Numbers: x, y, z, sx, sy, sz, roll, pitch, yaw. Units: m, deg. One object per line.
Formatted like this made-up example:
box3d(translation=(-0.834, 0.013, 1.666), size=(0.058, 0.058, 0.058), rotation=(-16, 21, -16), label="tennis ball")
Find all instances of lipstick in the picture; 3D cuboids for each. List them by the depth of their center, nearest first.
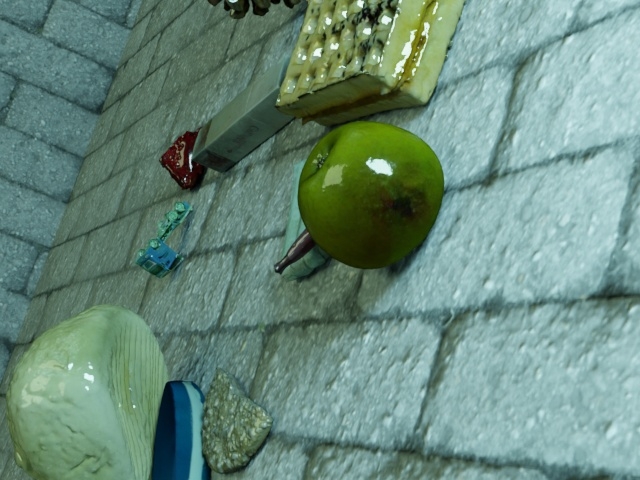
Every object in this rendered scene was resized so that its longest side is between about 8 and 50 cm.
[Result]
box3d(translation=(-0.129, -0.231, 2.009), size=(0.371, 0.076, 0.079), rotation=(-28, 42, 56), label="lipstick")

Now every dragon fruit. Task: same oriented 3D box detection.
box3d(translation=(-0.269, -0.175, 2.281), size=(0.131, 0.097, 0.063), rotation=(-48, 26, -6), label="dragon fruit")

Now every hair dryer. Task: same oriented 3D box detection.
box3d(translation=(-0.003, -0.002, 1.517), size=(0.154, 0.054, 0.106), rotation=(-39, 35, 16), label="hair dryer")

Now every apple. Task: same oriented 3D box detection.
box3d(translation=(0.058, -0.061, 1.349), size=(0.196, 0.157, 0.196), rotation=(-48, 22, 27), label="apple")

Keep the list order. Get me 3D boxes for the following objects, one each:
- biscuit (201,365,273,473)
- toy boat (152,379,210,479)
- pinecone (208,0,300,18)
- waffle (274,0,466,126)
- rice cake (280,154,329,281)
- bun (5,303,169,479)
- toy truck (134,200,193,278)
box3d(translation=(-0.139, 0.282, 1.613), size=(0.133, 0.032, 0.250), rotation=(-67, 24, 1), label="biscuit")
box3d(translation=(-0.224, 0.329, 1.712), size=(0.096, 0.062, 0.299), rotation=(-53, 27, 30), label="toy boat")
box3d(translation=(-0.093, -0.542, 1.994), size=(0.309, 0.244, 0.244), rotation=(-28, 37, 16), label="pinecone")
box3d(translation=(0.070, -0.309, 1.603), size=(0.376, 0.114, 0.260), rotation=(3, 71, 65), label="waffle")
box3d(translation=(-0.015, -0.041, 1.633), size=(0.124, 0.038, 0.211), rotation=(-31, 43, 54), label="rice cake")
box3d(translation=(-0.389, 0.282, 1.756), size=(0.352, 0.227, 0.348), rotation=(36, -131, -77), label="bun")
box3d(translation=(-0.308, -0.002, 2.214), size=(0.067, 0.081, 0.175), rotation=(-36, 19, 49), label="toy truck")
